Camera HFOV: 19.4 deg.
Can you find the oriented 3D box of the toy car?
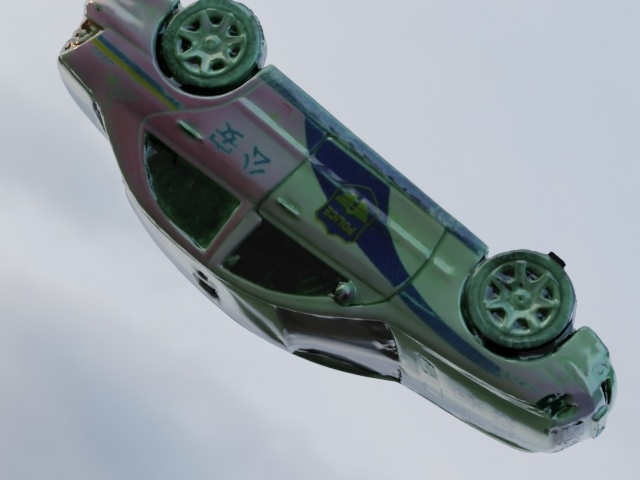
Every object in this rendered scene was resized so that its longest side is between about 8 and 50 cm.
[{"bbox_3d":[0.000,0.000,0.636,0.224,0.076,0.090,40,-12,17],"label":"toy car"}]
